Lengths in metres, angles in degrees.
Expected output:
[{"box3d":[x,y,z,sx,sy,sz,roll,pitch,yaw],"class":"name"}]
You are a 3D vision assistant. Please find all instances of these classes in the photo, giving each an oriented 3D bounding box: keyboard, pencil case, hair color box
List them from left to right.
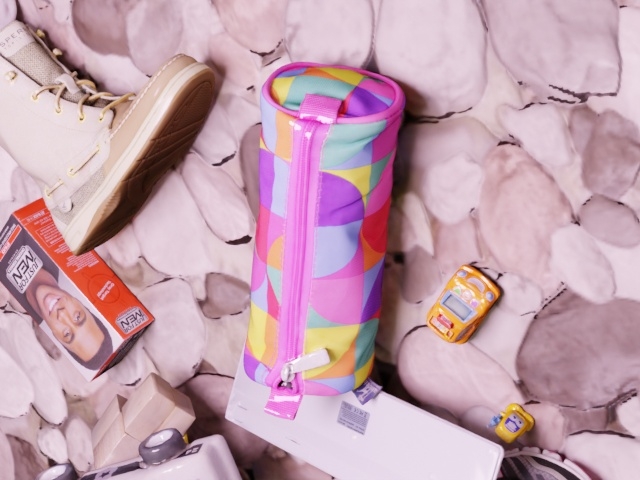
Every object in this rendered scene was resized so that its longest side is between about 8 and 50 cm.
[{"box3d":[-0.211,0.041,1.096,0.141,0.043,0.072,47,129,6],"class":"hair color box"},{"box3d":[0.000,0.000,0.891,0.104,0.104,0.236,19,121,27],"class":"pencil case"},{"box3d":[0.022,0.137,0.945,0.256,0.014,0.072,20,91,43],"class":"keyboard"}]

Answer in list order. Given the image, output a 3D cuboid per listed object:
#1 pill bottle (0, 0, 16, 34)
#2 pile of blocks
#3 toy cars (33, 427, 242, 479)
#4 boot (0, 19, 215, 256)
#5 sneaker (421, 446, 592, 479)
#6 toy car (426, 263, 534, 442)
[{"box3d":[-0.297,-0.162,1.040,0.120,0.067,0.067,-32,92,41],"class":"pill bottle"},{"box3d":[-0.117,0.273,1.122,0.148,0.112,0.362,-3,108,-12],"class":"pile of blocks"},{"box3d":[-0.053,0.254,0.976,0.393,0.087,0.177,21,111,2],"class":"toy cars"},{"box3d":[-0.180,-0.105,0.982,0.165,0.077,0.213,50,133,7],"class":"boot"},{"box3d":[0.109,0.183,0.919,0.170,0.075,0.063,3,114,34],"class":"sneaker"},{"box3d":[0.114,0.079,0.887,0.060,0.040,0.122,-38,88,41],"class":"toy car"}]
